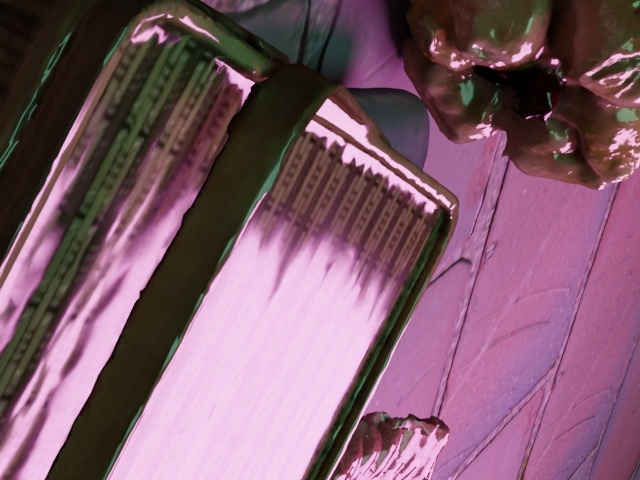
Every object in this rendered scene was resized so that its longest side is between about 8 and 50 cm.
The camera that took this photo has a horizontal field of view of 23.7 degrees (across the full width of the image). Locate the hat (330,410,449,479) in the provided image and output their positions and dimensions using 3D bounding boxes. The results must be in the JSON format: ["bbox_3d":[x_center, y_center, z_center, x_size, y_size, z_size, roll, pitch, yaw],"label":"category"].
[{"bbox_3d":[-0.047,0.223,0.942,0.237,0.107,0.286,-3,121,-33],"label":"hat"}]

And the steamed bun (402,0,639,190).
[{"bbox_3d":[0.132,-0.100,0.858,0.177,0.192,0.106,71,34,-73],"label":"steamed bun"}]

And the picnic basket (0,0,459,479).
[{"bbox_3d":[-0.096,0.026,0.518,0.228,0.175,0.313,-62,157,-1],"label":"picnic basket"}]

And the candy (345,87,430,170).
[{"bbox_3d":[0.000,0.000,0.836,0.138,0.071,0.174,-11,124,-63],"label":"candy"}]
